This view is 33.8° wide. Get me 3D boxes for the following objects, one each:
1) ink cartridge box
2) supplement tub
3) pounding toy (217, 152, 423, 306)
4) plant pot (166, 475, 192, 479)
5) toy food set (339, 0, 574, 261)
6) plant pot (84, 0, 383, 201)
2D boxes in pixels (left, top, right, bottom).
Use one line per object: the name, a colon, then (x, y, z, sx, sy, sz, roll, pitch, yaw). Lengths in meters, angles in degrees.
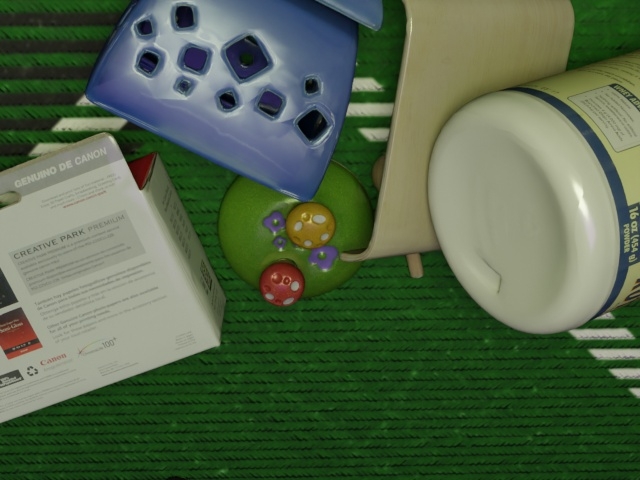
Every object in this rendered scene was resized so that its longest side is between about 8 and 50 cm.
ink cartridge box: (-0.300, 0.029, 1.177, 0.310, 0.130, 0.271, -19, 113, 7)
supplement tub: (0.297, -0.063, 1.043, 0.325, 0.235, 0.235, -19, 119, -27)
pounding toy: (0.000, 0.000, 1.185, 0.237, 0.110, 0.182, -7, 115, 2)
plant pot: (-0.144, 0.450, 1.361, 0.188, 0.167, 0.188, 20, 114, -10)
toy food set: (0.136, -0.126, 1.114, 0.220, 0.092, 0.306, -7, 116, -33)
plant pot: (-0.071, -0.204, 1.026, 0.236, 0.236, 0.212, 25, 106, -13)
